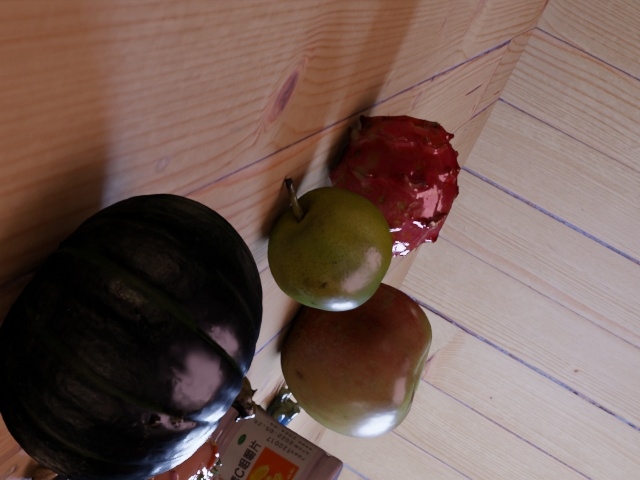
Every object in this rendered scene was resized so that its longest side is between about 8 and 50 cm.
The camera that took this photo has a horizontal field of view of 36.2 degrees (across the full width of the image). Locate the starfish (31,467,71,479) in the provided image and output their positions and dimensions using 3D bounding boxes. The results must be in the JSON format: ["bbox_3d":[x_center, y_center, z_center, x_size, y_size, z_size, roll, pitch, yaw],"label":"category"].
[{"bbox_3d":[-0.255,0.253,1.111,0.216,0.071,0.238,-55,159,2],"label":"starfish"}]

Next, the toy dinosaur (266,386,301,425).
[{"bbox_3d":[-0.101,0.415,2.210,0.188,0.075,0.247,-56,177,22],"label":"toy dinosaur"}]

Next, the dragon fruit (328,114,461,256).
[{"bbox_3d":[0.111,-0.071,1.529,0.205,0.210,0.268,1,126,-35],"label":"dragon fruit"}]

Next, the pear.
[{"bbox_3d":[0.000,0.000,1.372,0.180,0.166,0.216,-34,130,11],"label":"pear"}]

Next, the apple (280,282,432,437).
[{"bbox_3d":[0.068,0.223,1.940,0.319,0.277,0.319,20,90,-79],"label":"apple"}]

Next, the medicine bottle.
[{"bbox_3d":[-0.101,0.328,1.488,0.133,0.250,0.133,-55,168,-18],"label":"medicine bottle"}]

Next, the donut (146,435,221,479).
[{"bbox_3d":[-0.196,0.298,1.111,0.233,0.085,0.199,-53,163,-30],"label":"donut"}]

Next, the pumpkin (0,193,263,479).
[{"bbox_3d":[-0.142,0.085,0.798,0.250,0.216,0.250,-51,-163,22],"label":"pumpkin"}]

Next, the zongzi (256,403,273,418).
[{"bbox_3d":[-0.181,0.392,1.786,0.178,0.081,0.189,-53,166,16],"label":"zongzi"}]
